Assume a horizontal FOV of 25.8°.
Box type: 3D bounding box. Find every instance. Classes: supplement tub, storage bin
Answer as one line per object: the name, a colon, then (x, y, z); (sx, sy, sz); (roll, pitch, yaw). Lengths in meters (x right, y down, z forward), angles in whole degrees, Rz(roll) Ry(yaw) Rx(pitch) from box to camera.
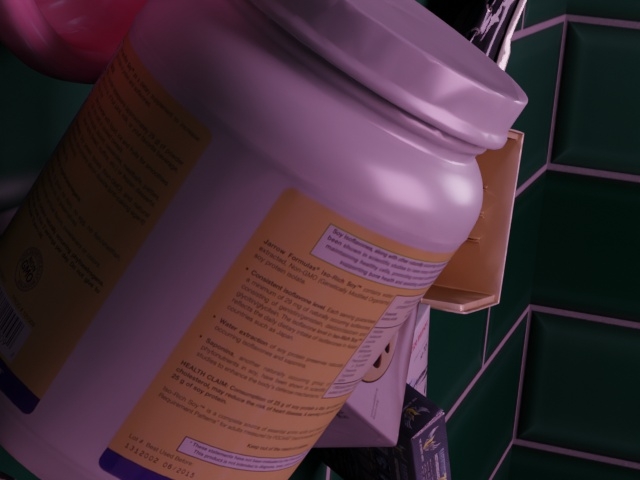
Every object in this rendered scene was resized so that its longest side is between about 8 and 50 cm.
supplement tub: (-0.051, -0.010, 0.866); (0.331, 0.241, 0.241); (-55, 169, 16)
storage bin: (0.194, -0.040, 2.008); (0.260, 0.123, 0.262); (-4, 103, -73)

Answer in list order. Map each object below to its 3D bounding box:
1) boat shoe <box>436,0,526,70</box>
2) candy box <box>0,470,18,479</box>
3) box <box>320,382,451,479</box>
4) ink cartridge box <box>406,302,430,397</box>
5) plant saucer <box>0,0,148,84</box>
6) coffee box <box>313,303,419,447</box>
boat shoe: (0.208, -0.342, 1.927); (0.113, 0.127, 0.340); (21, 84, -29)
candy box: (-0.239, 0.206, 0.826); (0.233, 0.071, 0.159); (70, 33, -67)
box: (0.070, 0.234, 1.650); (0.059, 0.183, 0.232); (-38, 142, -23)
ink cartridge box: (0.088, 0.190, 1.864); (0.139, 0.082, 0.190); (-52, 148, -57)
plant saucer: (-0.153, -0.265, 0.856); (0.332, 0.084, 0.332); (10, 90, -73)
coffee box: (0.000, 0.000, 1.135); (0.168, 0.119, 0.297); (47, 47, -48)
